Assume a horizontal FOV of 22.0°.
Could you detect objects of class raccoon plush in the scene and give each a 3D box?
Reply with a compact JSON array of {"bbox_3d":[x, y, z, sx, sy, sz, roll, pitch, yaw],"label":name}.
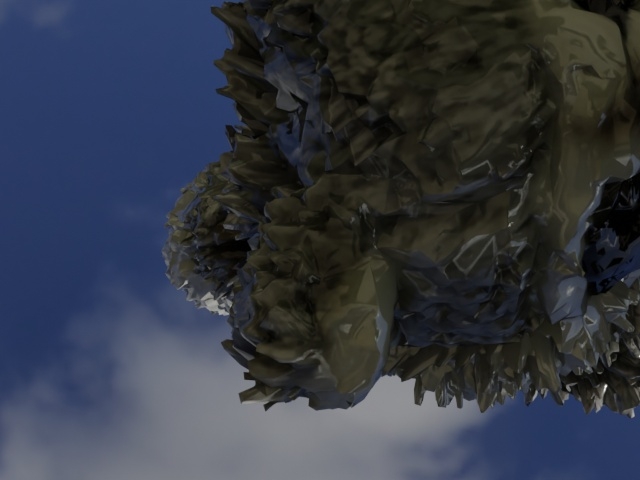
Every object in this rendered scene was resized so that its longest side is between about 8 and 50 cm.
[{"bbox_3d":[0.000,0.000,0.602,0.299,0.446,0.216,-7,-108,-43],"label":"raccoon plush"}]
